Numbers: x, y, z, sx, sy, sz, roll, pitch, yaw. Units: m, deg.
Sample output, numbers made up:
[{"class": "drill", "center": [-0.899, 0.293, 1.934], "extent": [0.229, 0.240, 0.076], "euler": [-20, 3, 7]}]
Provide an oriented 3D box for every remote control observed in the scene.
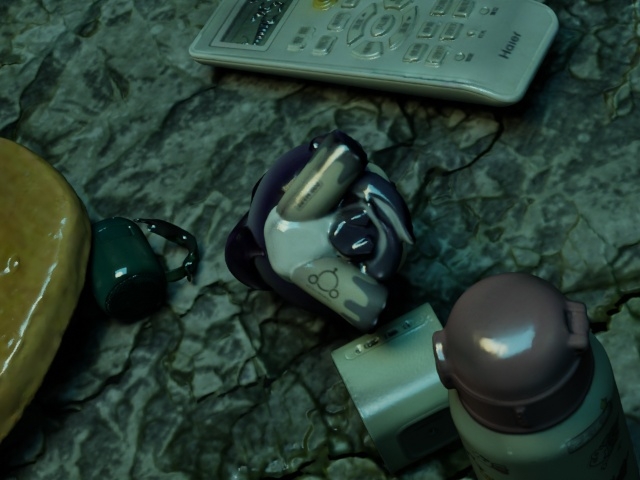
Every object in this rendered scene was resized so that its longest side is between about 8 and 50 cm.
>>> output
[{"class": "remote control", "center": [0.044, -0.165, 1.450], "extent": [0.313, 0.055, 0.109], "euler": [10, 54, 30]}]

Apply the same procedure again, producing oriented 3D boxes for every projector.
[{"class": "projector", "center": [0.064, 0.106, 1.228], "extent": [0.082, 0.083, 0.083], "euler": [-27, 52, -1]}]

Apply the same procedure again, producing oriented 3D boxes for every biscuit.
[{"class": "biscuit", "center": [-0.365, 0.069, 1.399], "extent": [0.385, 0.062, 0.365], "euler": [-48, 53, -7]}]

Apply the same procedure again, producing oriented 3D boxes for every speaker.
[{"class": "speaker", "center": [-0.146, 0.014, 1.378], "extent": [0.094, 0.060, 0.075], "euler": [-30, 53, -4]}]

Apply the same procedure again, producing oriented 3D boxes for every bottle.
[{"class": "bottle", "center": [0.140, 0.109, 1.106], "extent": [0.110, 0.233, 0.110], "euler": [-9, 54, 13]}]

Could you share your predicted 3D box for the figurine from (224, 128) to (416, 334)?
[{"class": "figurine", "center": [0.000, 0.000, 1.266], "extent": [0.145, 0.222, 0.145], "euler": [0, 91, -2]}]
